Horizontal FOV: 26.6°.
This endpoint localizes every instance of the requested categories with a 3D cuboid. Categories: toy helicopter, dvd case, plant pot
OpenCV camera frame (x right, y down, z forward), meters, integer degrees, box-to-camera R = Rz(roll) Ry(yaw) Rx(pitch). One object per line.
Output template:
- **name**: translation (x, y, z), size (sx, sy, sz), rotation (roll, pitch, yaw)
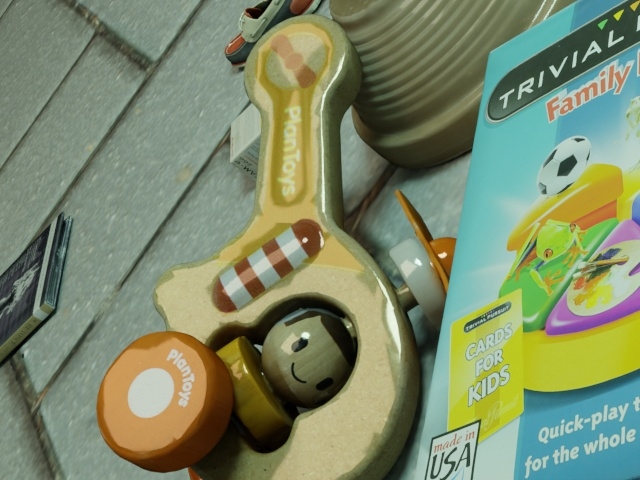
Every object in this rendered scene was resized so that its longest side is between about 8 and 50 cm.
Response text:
- **toy helicopter**: translation (0.000, 0.000, 0.882), size (0.235, 0.140, 0.355), rotation (-11, 60, 23)
- **dvd case**: translation (-0.359, 0.085, 1.537), size (0.221, 0.018, 0.164), rotation (-42, 28, 26)
- **plant pot**: translation (0.084, -0.180, 0.997), size (0.237, 0.109, 0.237), rotation (-39, 32, 30)

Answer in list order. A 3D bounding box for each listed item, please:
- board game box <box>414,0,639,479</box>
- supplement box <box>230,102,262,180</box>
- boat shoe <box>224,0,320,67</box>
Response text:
- **board game box**: translation (0.178, -0.010, 0.679), size (0.253, 0.079, 0.336), rotation (-28, 38, 43)
- **supplement box**: translation (-0.035, -0.106, 1.192), size (0.098, 0.036, 0.062), rotation (-40, 30, 28)
- **boat shoe**: translation (-0.056, -0.221, 1.351), size (0.137, 0.043, 0.049), rotation (-32, 36, 41)
